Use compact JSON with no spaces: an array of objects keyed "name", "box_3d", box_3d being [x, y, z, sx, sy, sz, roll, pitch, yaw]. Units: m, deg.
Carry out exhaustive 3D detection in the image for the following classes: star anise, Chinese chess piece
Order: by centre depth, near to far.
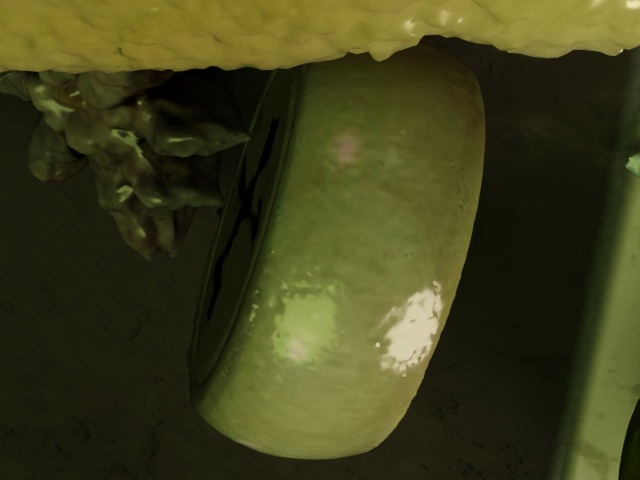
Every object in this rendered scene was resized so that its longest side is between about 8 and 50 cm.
[{"name":"Chinese chess piece","box_3d":[0.000,0.000,0.588,0.092,0.237,0.237,14,139,-12]},{"name":"star anise","box_3d":[-0.121,-0.093,0.632,0.229,0.093,0.236,54,150,-14]}]

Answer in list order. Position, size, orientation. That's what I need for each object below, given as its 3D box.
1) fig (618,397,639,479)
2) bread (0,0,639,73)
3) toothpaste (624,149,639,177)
[{"name":"fig","box_3d":[0.253,0.163,0.652,0.233,0.233,0.314,38,140,-15]},{"name":"bread","box_3d":[-0.030,-0.183,0.419,0.375,0.165,0.236,0,143,4]},{"name":"toothpaste","box_3d":[0.270,-0.088,0.522,0.075,0.048,0.297,32,141,-14]}]
